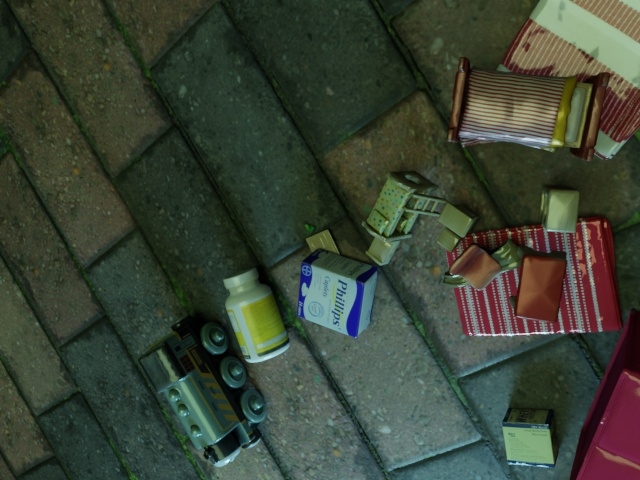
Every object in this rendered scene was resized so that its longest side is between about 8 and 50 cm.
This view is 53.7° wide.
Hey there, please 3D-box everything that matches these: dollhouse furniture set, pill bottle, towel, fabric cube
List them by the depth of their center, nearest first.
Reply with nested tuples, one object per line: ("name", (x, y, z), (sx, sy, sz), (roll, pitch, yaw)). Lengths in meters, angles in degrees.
("fabric cube", (0.539, 0.292, 0.926), (0.258, 0.254, 0.259), (21, 114, 23))
("towel", (0.436, -0.314, 0.936), (0.237, 0.037, 0.329), (39, 118, 14))
("dollhouse furniture set", (0.284, -0.067, 0.941), (0.201, 0.152, 0.375), (8, 102, 13))
("towel", (0.362, 0.068, 1.086), (0.274, 0.031, 0.199), (-8, 102, 31))
("dollhouse furniture set", (0.158, -0.004, 1.110), (0.161, 0.101, 0.182), (40, 119, 29))
("pill bottle", (-0.140, 0.155, 1.332), (0.103, 0.103, 0.184), (-16, 96, 30))

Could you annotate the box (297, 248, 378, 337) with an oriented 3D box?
("box", (0.032, 0.102, 1.237), (0.137, 0.072, 0.126), (17, 118, 22))

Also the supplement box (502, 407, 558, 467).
("supplement box", (0.379, 0.354, 1.140), (0.083, 0.056, 0.083), (-6, 101, 29))

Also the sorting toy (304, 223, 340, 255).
("sorting toy", (0.000, 0.000, 1.267), (0.062, 0.012, 0.083), (-22, 96, 34))

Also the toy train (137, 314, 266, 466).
("toy train", (-0.256, 0.329, 1.391), (0.142, 0.190, 0.334), (-31, 88, 31))

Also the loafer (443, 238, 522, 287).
("loafer", (0.274, 0.038, 1.077), (0.147, 0.056, 0.050), (-22, 94, 23))
